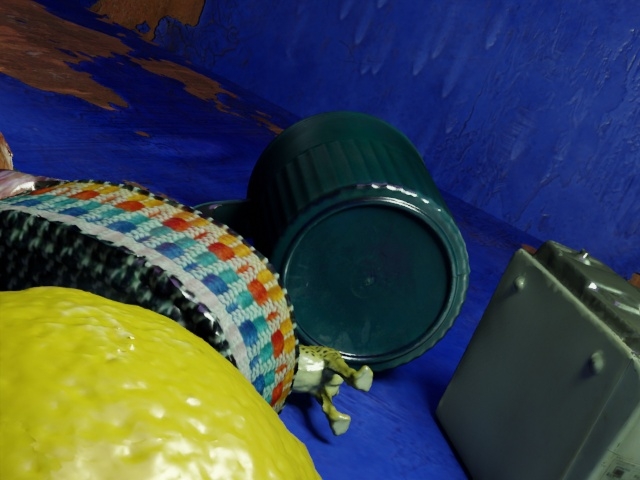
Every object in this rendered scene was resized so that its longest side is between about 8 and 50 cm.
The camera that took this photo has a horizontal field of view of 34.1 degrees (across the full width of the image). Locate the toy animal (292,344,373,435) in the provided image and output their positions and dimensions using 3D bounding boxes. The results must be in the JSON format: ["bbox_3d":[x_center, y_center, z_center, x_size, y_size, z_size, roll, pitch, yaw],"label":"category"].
[{"bbox_3d":[-0.046,0.128,1.001,0.182,0.073,0.136,7,11,-17],"label":"toy animal"}]

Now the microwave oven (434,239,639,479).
[{"bbox_3d":[0.372,0.199,1.039,0.395,0.247,0.333,20,16,-18],"label":"microwave oven"}]

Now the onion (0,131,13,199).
[{"bbox_3d":[-0.375,-0.073,0.893,0.230,0.163,0.230,11,49,-13],"label":"onion"}]

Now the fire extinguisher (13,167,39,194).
[{"bbox_3d":[-0.383,-0.059,1.053,0.311,0.095,0.114,29,-17,12],"label":"fire extinguisher"}]

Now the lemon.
[{"bbox_3d":[-0.119,0.143,0.442,0.254,0.253,0.310,16,17,-29],"label":"lemon"}]

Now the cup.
[{"bbox_3d":[0.011,-0.015,1.230,0.308,0.242,0.292,23,17,-15],"label":"cup"}]

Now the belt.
[{"bbox_3d":[-0.164,0.067,0.741,0.295,0.206,0.160,13,15,18],"label":"belt"}]
